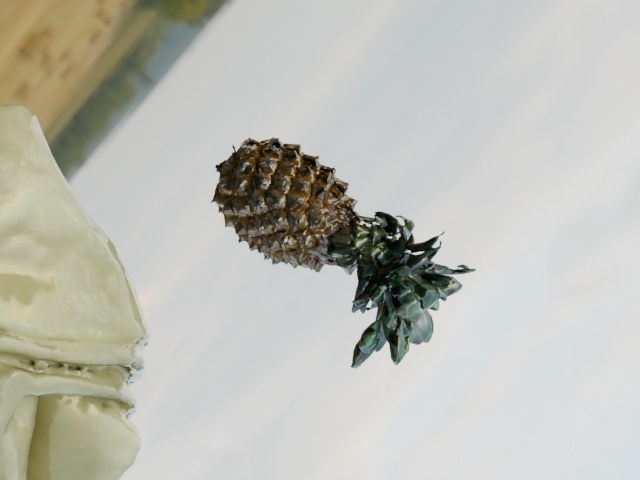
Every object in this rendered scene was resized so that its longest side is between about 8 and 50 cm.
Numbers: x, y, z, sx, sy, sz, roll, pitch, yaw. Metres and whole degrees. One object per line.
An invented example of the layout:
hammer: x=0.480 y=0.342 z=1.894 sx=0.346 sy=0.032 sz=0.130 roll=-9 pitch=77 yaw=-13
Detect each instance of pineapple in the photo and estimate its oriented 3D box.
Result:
pineapple: x=0.000 y=0.000 z=1.333 sx=0.103 sy=0.221 sz=0.083 roll=-39 pitch=146 yaw=-23

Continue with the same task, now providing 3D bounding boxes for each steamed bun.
steamed bun: x=-0.232 y=0.096 z=1.094 sx=0.289 sy=0.203 sz=0.276 roll=-35 pitch=159 yaw=-18
